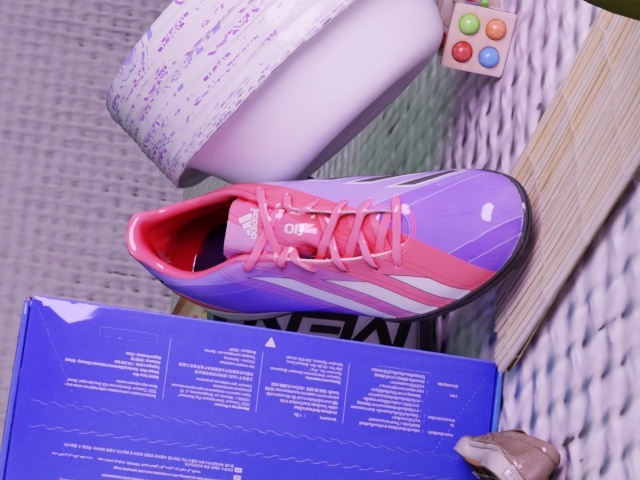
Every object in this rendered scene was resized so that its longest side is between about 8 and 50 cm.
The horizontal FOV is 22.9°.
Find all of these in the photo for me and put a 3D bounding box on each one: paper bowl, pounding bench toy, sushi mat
[{"bbox_3d":[-0.017,-0.146,1.237,0.284,0.148,0.284,-43,-2,-2],"label":"paper bowl"},{"bbox_3d":[0.125,-0.181,1.265,0.065,0.052,0.083,-113,34,-68],"label":"pounding bench toy"},{"bbox_3d":[0.170,-0.057,1.047,0.316,0.019,0.151,113,161,-49],"label":"sushi mat"}]

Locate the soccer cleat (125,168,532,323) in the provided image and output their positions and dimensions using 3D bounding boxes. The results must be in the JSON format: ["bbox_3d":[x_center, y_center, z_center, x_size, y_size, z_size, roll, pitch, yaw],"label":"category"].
[{"bbox_3d":[0.000,0.000,1.146,0.318,0.116,0.108,-7,70,37],"label":"soccer cleat"}]

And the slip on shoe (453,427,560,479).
[{"bbox_3d":[0.125,0.146,1.056,0.041,0.051,0.135,-42,0,-7],"label":"slip on shoe"}]

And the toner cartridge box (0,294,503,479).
[{"bbox_3d":[-0.051,0.146,1.131,0.075,0.348,0.165,152,126,-76],"label":"toner cartridge box"}]

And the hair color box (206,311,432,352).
[{"bbox_3d":[-0.008,0.180,1.275,0.113,0.185,0.374,107,167,-61],"label":"hair color box"}]

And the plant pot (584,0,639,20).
[{"bbox_3d":[0.168,-0.204,0.682,0.293,0.275,0.275,38,-120,-84],"label":"plant pot"}]

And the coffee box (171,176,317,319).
[{"bbox_3d":[-0.048,0.057,1.507,0.141,0.098,0.246,28,91,42],"label":"coffee box"}]
